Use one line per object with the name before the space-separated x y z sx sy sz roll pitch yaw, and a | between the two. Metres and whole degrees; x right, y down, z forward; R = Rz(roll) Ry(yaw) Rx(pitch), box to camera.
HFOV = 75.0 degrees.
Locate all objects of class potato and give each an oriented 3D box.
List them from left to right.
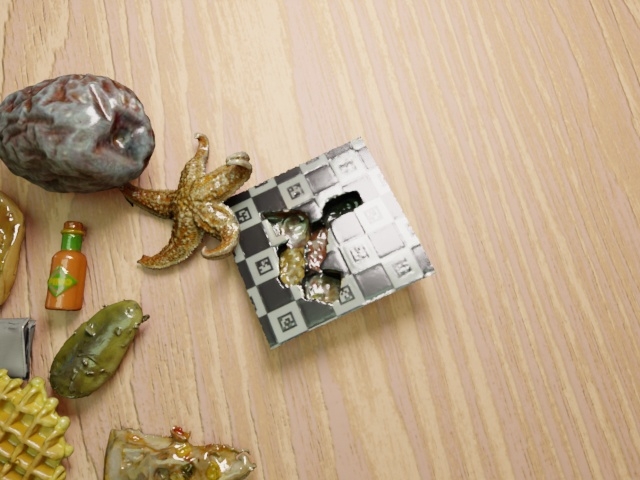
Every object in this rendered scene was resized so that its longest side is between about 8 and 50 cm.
potato | -0.442 0.212 0.831 0.117 0.090 0.225 39 83 6

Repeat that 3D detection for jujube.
jujube | -0.487 -0.206 0.823 0.317 0.226 0.225 5 79 27

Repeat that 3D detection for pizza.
pizza | -0.273 0.456 0.800 0.297 0.071 0.189 6 79 0

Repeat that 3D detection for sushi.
sushi | 0.000 0.000 0.885 0.359 0.064 0.343 -26 70 0

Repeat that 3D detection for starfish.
starfish | -0.279 -0.089 0.873 0.303 0.113 0.311 5 81 19

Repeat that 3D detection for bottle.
bottle | -0.525 0.052 0.870 0.069 0.069 0.186 0 78 -1

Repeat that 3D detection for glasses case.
glasses case | -0.721 0.224 0.827 0.308 0.083 0.128 -4 92 -7

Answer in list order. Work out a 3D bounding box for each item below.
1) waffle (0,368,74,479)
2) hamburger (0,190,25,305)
waffle | -0.612 0.403 0.785 0.284 0.065 0.309 -11 89 1
hamburger | -0.757 0.008 0.828 0.319 0.158 0.318 0 81 -1
